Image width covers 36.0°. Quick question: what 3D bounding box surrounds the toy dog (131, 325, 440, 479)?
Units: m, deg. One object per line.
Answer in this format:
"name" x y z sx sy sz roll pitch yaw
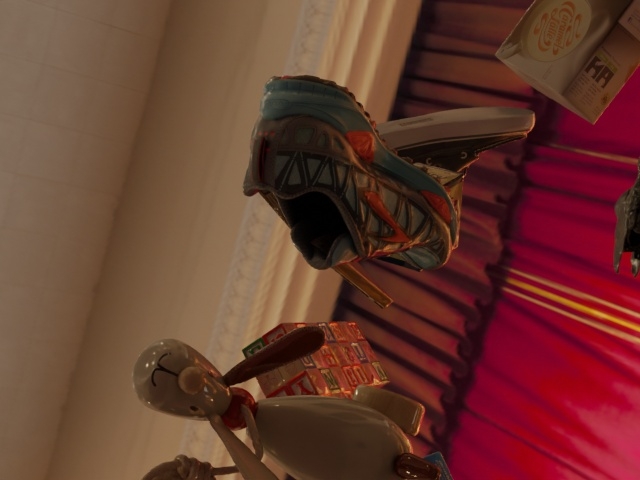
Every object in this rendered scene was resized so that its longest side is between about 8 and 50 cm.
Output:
"toy dog" -0.013 0.197 0.987 0.334 0.161 0.220 5 -98 -32

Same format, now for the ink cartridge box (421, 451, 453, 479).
"ink cartridge box" 0.082 0.378 1.286 0.231 0.078 0.134 -10 -113 -36

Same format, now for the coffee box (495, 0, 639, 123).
"coffee box" 0.364 -0.296 1.277 0.098 0.141 0.246 27 -76 -44

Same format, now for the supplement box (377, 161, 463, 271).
"supplement box" 0.100 -0.025 1.002 0.083 0.056 0.083 -29 -53 -49

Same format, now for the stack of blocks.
"stack of blocks" 0.009 0.230 1.647 0.087 0.171 0.297 -35 -17 19

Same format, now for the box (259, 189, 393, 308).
"box" 0.000 0.000 1.284 0.021 0.164 0.201 -46 -39 4

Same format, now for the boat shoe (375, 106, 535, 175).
"boat shoe" 0.139 -0.105 1.151 0.229 0.080 0.076 -11 -71 -8

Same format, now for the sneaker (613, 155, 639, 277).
"sneaker" 0.412 -0.039 1.245 0.051 0.089 0.170 11 -43 -5

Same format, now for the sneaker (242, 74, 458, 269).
"sneaker" 0.020 -0.024 0.843 0.262 0.104 0.125 38 -115 -41
